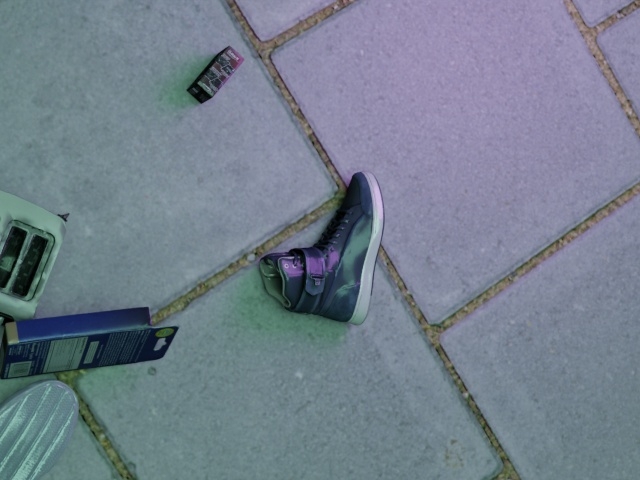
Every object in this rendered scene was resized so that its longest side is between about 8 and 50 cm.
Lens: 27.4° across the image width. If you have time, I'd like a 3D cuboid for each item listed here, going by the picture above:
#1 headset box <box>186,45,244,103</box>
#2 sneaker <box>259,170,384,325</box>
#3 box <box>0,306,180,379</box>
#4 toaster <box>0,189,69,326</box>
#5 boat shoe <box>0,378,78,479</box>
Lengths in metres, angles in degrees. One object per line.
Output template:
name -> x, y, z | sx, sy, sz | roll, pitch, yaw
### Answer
headset box -> -0.147, -0.239, 1.867 | 0.032, 0.062, 0.083 | 43, 73, -13
sneaker -> 0.001, 0.001, 1.893 | 0.163, 0.086, 0.226 | 10, 84, -22
box -> -0.309, 0.135, 1.744 | 0.225, 0.136, 0.037 | -4, 66, -20
toaster -> -0.432, 0.014, 1.720 | 0.168, 0.110, 0.186 | 24, 79, -18
boat shoe -> -0.434, 0.304, 1.708 | 0.109, 0.094, 0.302 | 43, 75, -19
